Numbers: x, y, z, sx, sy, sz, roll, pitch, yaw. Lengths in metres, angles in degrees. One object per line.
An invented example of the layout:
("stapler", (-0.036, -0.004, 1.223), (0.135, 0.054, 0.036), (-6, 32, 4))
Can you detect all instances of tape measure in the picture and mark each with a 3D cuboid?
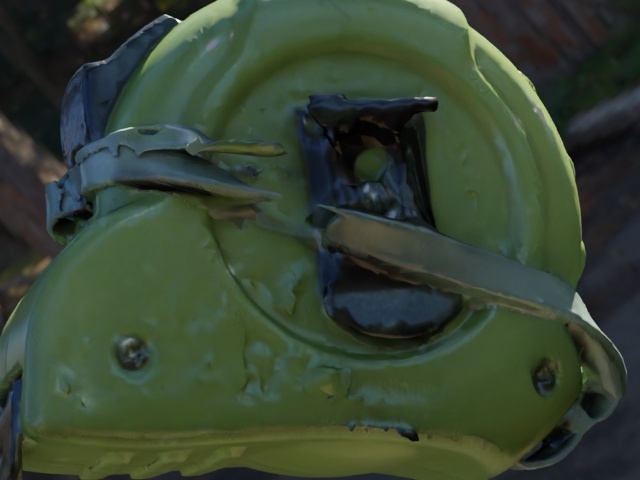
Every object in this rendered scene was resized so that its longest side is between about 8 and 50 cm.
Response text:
("tape measure", (0.000, 0.000, 0.520), (0.177, 0.154, 0.087), (5, -17, -20))
